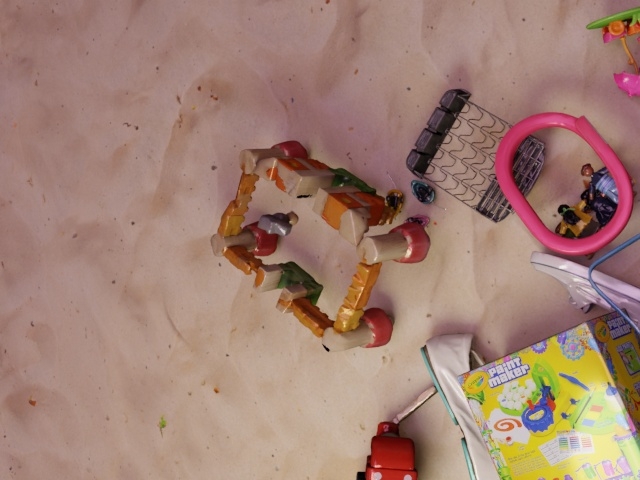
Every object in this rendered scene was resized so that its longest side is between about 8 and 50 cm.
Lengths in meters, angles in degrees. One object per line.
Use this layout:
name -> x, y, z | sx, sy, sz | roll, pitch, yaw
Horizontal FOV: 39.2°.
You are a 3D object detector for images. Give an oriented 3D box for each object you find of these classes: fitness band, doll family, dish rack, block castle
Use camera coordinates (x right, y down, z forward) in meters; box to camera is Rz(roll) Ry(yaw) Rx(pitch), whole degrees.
fitness band -> 0.455, -0.111, 1.687 | 0.209, 0.054, 0.290 | -37, 68, 17
doll family -> 0.514, -0.062, 1.718 | 0.111, 0.076, 0.193 | 43, 102, 29
dish rack -> 0.319, -0.170, 1.834 | 0.271, 0.074, 0.208 | 36, 105, 25
block castle -> 0.000, 0.000, 1.923 | 0.453, 0.213, 0.303 | 37, 119, 32

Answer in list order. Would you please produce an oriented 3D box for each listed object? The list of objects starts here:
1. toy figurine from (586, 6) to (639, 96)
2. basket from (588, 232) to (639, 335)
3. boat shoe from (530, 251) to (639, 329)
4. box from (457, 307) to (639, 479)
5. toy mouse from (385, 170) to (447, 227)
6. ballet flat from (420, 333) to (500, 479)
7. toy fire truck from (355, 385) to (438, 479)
toy figurine -> 0.602, -0.350, 1.680 | 0.173, 0.130, 0.159 | -16, 93, 3
basket -> 0.647, 0.062, 1.550 | 0.289, 0.201, 0.254 | -41, 69, 6
boat shoe -> 0.507, 0.096, 1.695 | 0.258, 0.095, 0.084 | 25, 95, 29
box -> 0.452, 0.311, 1.625 | 0.290, 0.177, 0.279 | -31, 75, 39
toy mouse -> 0.208, -0.069, 1.910 | 0.143, 0.031, 0.160 | 1, 87, 30
ballet flat -> 0.321, 0.366, 1.775 | 0.139, 0.139, 0.400 | -26, 74, 25
toy fire truck -> 0.160, 0.413, 1.816 | 0.159, 0.217, 0.246 | 5, 83, 1
